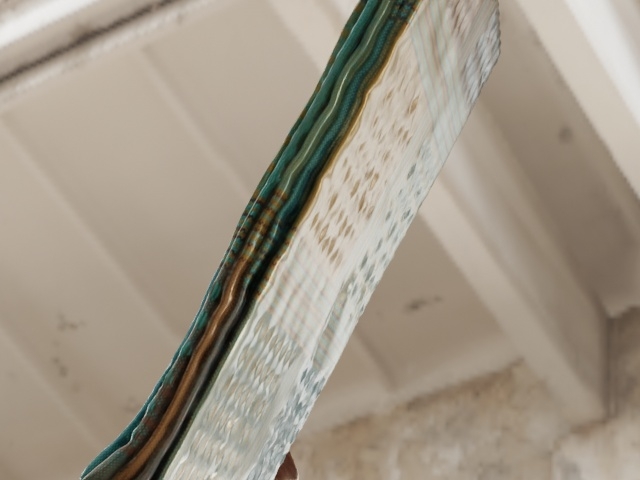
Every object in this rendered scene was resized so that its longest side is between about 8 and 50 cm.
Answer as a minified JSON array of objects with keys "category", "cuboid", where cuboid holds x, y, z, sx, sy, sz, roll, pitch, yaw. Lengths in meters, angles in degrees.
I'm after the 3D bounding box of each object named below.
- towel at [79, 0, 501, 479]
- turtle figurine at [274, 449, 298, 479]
[{"category":"towel","cuboid":[0.000,0.000,0.935,0.040,0.370,0.271,26,-11,12]},{"category":"turtle figurine","cuboid":[-0.125,0.205,1.296,0.217,0.087,0.269,-26,-13,-17]}]
